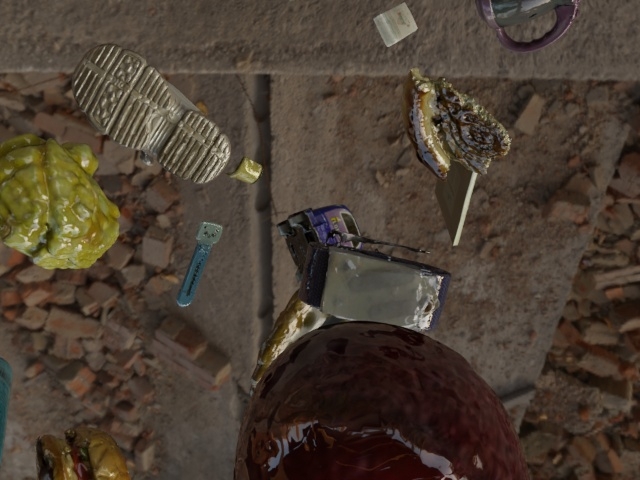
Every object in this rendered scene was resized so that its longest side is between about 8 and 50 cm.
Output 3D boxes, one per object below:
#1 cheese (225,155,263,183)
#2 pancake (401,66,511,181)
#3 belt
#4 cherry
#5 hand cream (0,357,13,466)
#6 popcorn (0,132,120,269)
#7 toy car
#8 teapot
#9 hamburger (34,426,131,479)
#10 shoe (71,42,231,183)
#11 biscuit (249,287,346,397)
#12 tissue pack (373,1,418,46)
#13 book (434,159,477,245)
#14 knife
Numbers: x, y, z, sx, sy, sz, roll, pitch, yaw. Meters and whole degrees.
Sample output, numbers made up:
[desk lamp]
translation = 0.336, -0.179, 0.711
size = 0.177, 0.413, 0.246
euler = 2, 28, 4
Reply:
[cheese]
translation = -0.183, -0.157, 1.373
size = 0.084, 0.041, 0.060
euler = -20, 148, 41
[pancake]
translation = 0.231, -0.207, 1.126
size = 0.257, 0.056, 0.212
euler = 37, 155, -8
[belt]
translation = 0.087, 0.061, 0.925
size = 0.231, 0.139, 0.126
euler = 13, 96, -1
[cherry]
translation = 0.045, 0.172, 0.485
size = 0.231, 0.300, 0.202
euler = 7, 106, -9
[hand cream]
translation = -0.310, 0.175, 0.528
size = 0.048, 0.224, 0.083
euler = -24, 120, -12
[popcorn]
translation = -0.457, -0.060, 0.988
size = 0.195, 0.254, 0.256
euler = -34, 125, 12
[toy car]
translation = 0.000, 0.000, 1.469
size = 0.235, 0.158, 0.172
euler = -17, 94, 66
[teapot]
translation = 0.303, -0.358, 0.842
size = 0.146, 0.116, 0.148
euler = 3, 90, 32
[hamburger]
translation = -0.467, 0.483, 1.162
size = 0.163, 0.244, 0.244
euler = -14, 131, -24
[shoe]
translation = -0.358, -0.257, 1.249
size = 0.351, 0.198, 0.172
euler = 42, 91, -15
[biscuit]
translation = -0.024, 0.245, 1.354
size = 0.078, 0.335, 0.329
euler = 33, 105, 28
[tissue pack]
translation = 0.134, -0.382, 1.029
size = 0.023, 0.108, 0.056
euler = -18, 109, 39
[book]
translation = 0.373, -0.162, 1.630
size = 0.021, 0.216, 0.310
euler = -7, 142, -4
[knife]
translation = -0.126, 0.026, 0.602
size = 0.027, 0.010, 0.096
euler = 15, 101, -38
